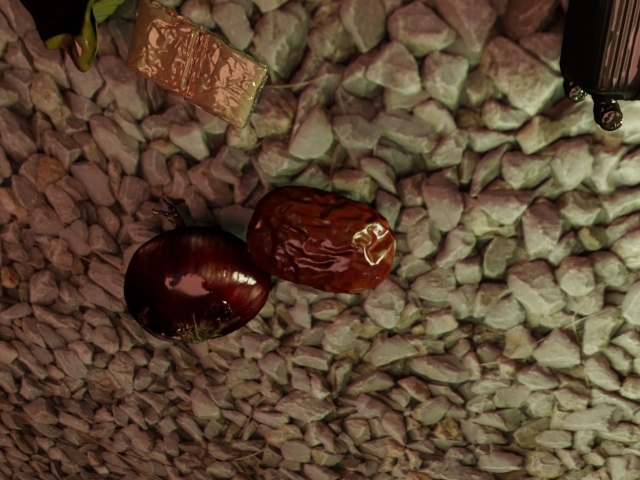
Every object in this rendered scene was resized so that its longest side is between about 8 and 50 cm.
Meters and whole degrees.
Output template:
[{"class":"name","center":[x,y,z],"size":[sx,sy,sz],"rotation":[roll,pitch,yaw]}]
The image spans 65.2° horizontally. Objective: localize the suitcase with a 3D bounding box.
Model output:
[{"class":"suitcase","center":[0.377,-0.304,0.587],"size":[0.128,0.202,0.312],"rotation":[2,120,10]}]

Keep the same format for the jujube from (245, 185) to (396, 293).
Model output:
[{"class":"jujube","center":[0.000,0.000,0.854],"size":[0.250,0.174,0.174],"rotation":[13,121,-5]}]

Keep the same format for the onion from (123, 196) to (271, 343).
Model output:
[{"class":"onion","center":[-0.230,0.058,0.937],"size":[0.273,0.285,0.273],"rotation":[-10,150,-6]}]

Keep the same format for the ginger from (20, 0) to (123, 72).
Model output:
[{"class":"ginger","center":[-0.342,-0.472,0.672],"size":[0.358,0.211,0.414],"rotation":[32,112,9]}]

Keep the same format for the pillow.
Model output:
[{"class":"pillow","center":[-0.204,-0.284,0.814],"size":[0.232,0.043,0.126],"rotation":[29,115,-2]}]
